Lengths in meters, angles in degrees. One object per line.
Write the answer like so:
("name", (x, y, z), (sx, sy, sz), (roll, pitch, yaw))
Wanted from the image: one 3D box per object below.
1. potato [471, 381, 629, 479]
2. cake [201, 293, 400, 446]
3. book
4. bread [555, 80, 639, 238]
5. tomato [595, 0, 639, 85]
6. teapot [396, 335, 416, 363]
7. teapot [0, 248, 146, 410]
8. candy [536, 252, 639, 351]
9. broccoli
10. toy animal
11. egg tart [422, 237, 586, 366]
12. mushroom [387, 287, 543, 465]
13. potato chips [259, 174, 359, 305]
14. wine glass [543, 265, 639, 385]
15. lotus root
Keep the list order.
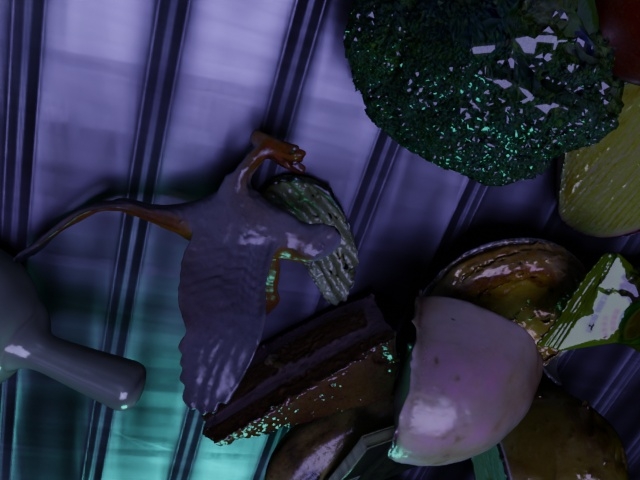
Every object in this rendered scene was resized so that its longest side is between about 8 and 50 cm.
("potato", (0.343, 0.355, 0.912), (0.196, 0.246, 0.299), (-9, 128, 1))
("cake", (-0.024, 0.187, 0.821), (0.295, 0.116, 0.112), (-24, 130, 8))
("book", (0.112, 0.322, 0.917), (0.228, 0.024, 0.160), (-3, 133, -41))
("bread", (0.392, -0.105, 0.756), (0.229, 0.033, 0.228), (-5, 124, -7))
("tomato", (0.353, -0.234, 0.605), (0.167, 0.167, 0.167), (-4, 122, -7))
("teapot", (0.147, 0.171, 0.880), (0.100, 0.045, 0.067), (20, 115, -21))
("teapot", (-0.374, 0.099, 0.692), (0.318, 0.149, 0.220), (-7, 124, -3))
("candy", (0.392, 0.082, 0.768), (0.246, 0.069, 0.149), (8, 110, -32))
("broccoli", (0.157, -0.176, 0.580), (0.294, 0.265, 0.245), (45, 73, -27))
("toy animal", (-0.144, -0.015, 0.689), (0.284, 0.225, 0.302), (37, 102, -5))
("egg tart", (0.240, 0.085, 0.814), (0.234, 0.094, 0.234), (-4, 125, -6))
("mushroom", (0.174, 0.208, 0.733), (0.173, 0.162, 0.236), (12, 136, 9))
("potato chips", (0.000, 0.000, 0.759), (0.092, 0.028, 0.207), (-26, 118, 14))
("wine glass", (0.398, 0.122, 0.870), (0.195, 0.079, 0.079), (-42, 118, 17))
("lotus root", (0.021, 0.301, 0.914), (0.258, 0.097, 0.110), (-33, 144, 0))
